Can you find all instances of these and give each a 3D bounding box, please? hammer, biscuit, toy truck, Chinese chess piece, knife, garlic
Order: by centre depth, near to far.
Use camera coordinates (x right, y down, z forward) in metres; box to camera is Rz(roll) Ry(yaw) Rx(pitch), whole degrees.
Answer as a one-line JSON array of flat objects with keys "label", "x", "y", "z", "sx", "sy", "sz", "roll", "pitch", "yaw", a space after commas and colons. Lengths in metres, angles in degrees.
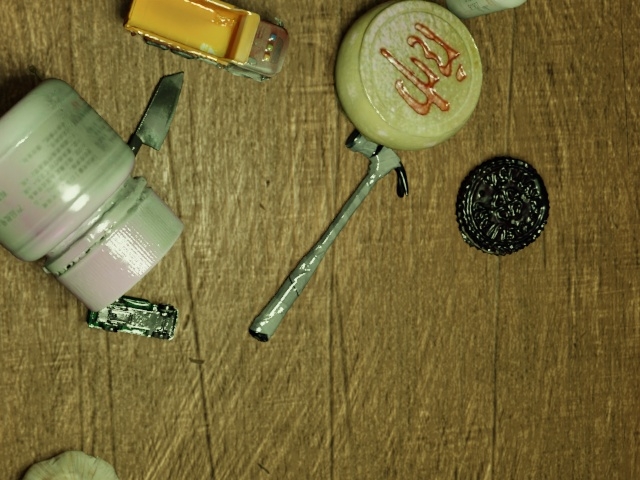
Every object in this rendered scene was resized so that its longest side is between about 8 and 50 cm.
[{"label": "garlic", "x": -0.419, "y": 0.448, "z": 1.783, "sx": 0.199, "sy": 0.226, "sz": 0.199, "roll": 2, "pitch": 80, "yaw": -10}, {"label": "toy truck", "x": -0.191, "y": -0.356, "z": 1.815, "sx": 0.270, "sy": 0.135, "sz": 0.114, "roll": 17, "pitch": 91, "yaw": -17}, {"label": "hammer", "x": -0.448, "y": -0.244, "z": 1.818, "sx": 0.029, "sy": 0.014, "sz": 0.123, "roll": -42, "pitch": 104, "yaw": -17}, {"label": "toy truck", "x": -0.324, "y": 0.131, "z": 1.860, "sx": 0.147, "sy": 0.079, "sz": 0.065, "roll": 11, "pitch": 92, "yaw": -16}, {"label": "knife", "x": -0.292, "y": -0.193, "z": 1.866, "sx": 0.060, "sy": 0.028, "sz": 0.230, "roll": 28, "pitch": 85, "yaw": -29}, {"label": "Chinese chess piece", "x": 0.157, "y": -0.294, "z": 1.918, "sx": 0.270, "sy": 0.112, "sz": 0.270, "roll": 1, "pitch": 87, "yaw": -23}, {"label": "hammer", "x": 0.000, "y": 0.000, "z": 1.962, "sx": 0.152, "sy": 0.044, "sz": 0.427, "roll": 39, "pitch": 86, "yaw": -17}, {"label": "biscuit", "x": 0.346, "y": -0.064, "z": 2.046, "sx": 0.195, "sy": 0.053, "sz": 0.194, "roll": -2, "pitch": 96, "yaw": -15}]

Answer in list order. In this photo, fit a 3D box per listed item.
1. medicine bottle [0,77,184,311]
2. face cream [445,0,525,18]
[{"label": "medicine bottle", "x": -0.401, "y": -0.069, "z": 1.722, "sx": 0.256, "sy": 0.256, "sz": 0.325, "roll": -46, "pitch": 105, "yaw": -7}, {"label": "face cream", "x": 0.304, "y": -0.439, "z": 1.879, "sx": 0.082, "sy": 0.269, "sz": 0.082, "roll": -1, "pitch": 95, "yaw": -15}]
